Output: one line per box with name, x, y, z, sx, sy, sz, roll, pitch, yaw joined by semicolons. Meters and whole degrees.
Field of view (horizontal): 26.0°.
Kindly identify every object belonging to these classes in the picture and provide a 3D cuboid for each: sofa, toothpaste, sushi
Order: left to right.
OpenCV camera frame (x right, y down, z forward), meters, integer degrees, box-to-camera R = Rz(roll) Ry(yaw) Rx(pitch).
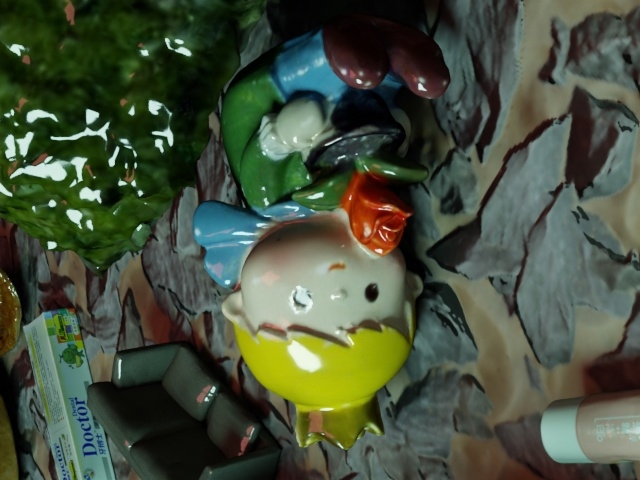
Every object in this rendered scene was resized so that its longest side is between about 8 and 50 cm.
toothpaste;-0.221;0.141;1.212;0.046;0.034;0.164;-33;68;50
sushi;-0.114;-0.166;0.815;0.352;0.178;0.294;-64;9;1
sofa;-0.102;0.131;1.006;0.147;0.085;0.060;44;131;42
toothpaste;0.191;0.085;0.647;0.205;0.036;0.056;-13;86;50

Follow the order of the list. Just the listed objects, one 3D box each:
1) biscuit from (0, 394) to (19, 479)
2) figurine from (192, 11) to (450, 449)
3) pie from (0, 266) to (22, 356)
biscuit;-0.371;0.217;1.410;0.257;0.049;0.273;48;133;35
figurine;0.014;0.000;0.810;0.185;0.127;0.234;-24;64;48
pie;-0.320;0.070;1.339;0.191;0.033;0.088;-32;80;59
